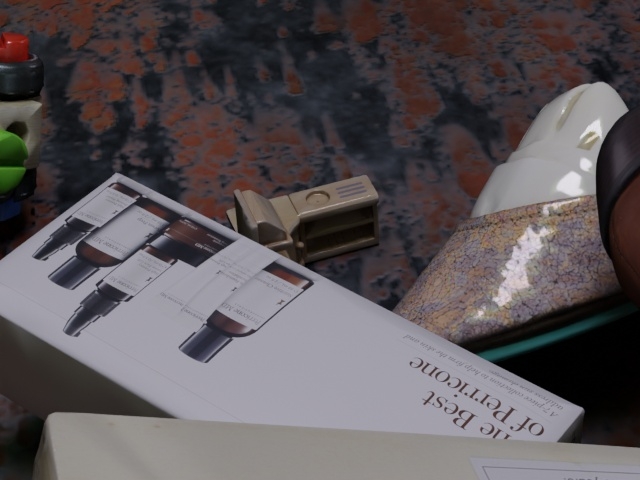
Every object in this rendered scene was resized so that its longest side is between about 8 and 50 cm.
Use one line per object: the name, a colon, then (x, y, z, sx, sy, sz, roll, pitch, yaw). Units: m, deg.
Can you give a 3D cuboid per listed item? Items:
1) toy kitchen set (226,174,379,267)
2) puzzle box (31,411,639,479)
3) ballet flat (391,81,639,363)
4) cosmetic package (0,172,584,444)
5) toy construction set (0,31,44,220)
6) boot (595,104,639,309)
toy kitchen set: (0.000, 0.000, 0.737, 0.075, 0.068, 0.083, -15, 41, -12)
puzzle box: (0.136, 0.162, 0.417, 0.408, 0.052, 0.272, 7, 31, -20)
ballet flat: (0.156, -0.025, 0.712, 0.316, 0.106, 0.107, -15, 0, -20)
cosmetic package: (-0.024, 0.060, 0.627, 0.239, 0.060, 0.099, 26, 50, 27)
toy construction set: (-0.263, -0.049, 0.760, 0.327, 0.151, 0.215, 34, 28, 28)
boot: (0.229, 0.054, 0.505, 0.264, 0.096, 0.280, 15, 30, -10)
